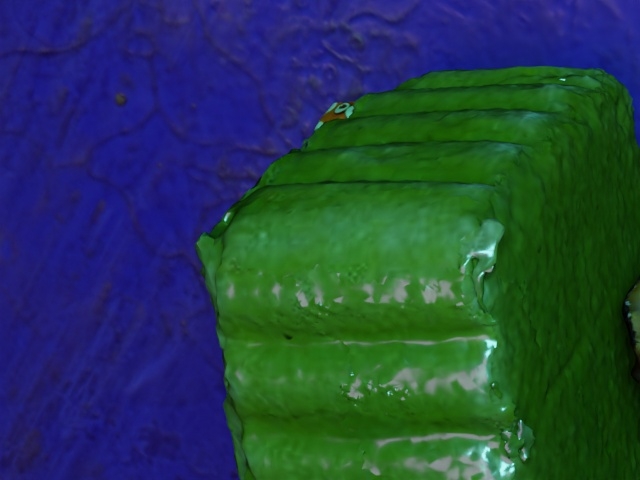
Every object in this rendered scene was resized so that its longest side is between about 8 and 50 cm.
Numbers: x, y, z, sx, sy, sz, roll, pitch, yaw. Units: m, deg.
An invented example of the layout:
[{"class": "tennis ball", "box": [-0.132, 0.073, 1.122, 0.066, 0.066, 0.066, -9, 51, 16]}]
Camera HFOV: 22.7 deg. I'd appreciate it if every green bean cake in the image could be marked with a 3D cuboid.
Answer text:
[{"class": "green bean cake", "box": [0.070, 0.056, 0.774, 0.156, 0.250, 0.247, -3, 112, 27]}]

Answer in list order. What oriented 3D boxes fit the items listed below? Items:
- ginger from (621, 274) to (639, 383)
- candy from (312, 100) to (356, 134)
[{"class": "ginger", "box": [0.284, 0.101, 0.727, 0.269, 0.200, 0.223, 44, 167, 50]}, {"class": "candy", "box": [0.000, 0.000, 0.917, 0.055, 0.049, 0.184, 50, 134, 35]}]
